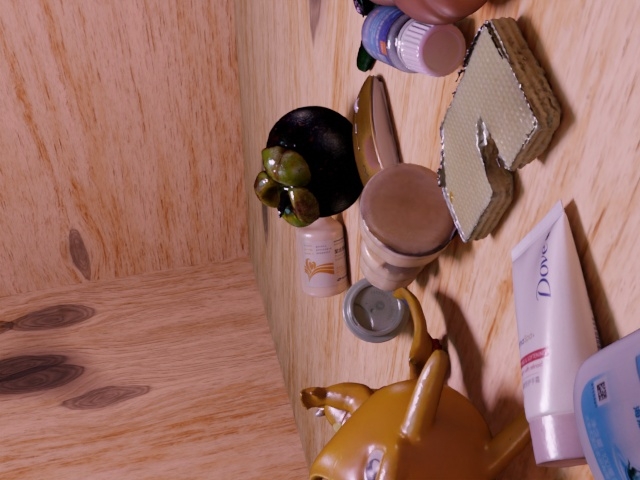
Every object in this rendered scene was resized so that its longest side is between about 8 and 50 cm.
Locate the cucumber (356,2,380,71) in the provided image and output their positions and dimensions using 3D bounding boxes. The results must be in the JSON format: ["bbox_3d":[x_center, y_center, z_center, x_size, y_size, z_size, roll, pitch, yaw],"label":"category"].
[{"bbox_3d":[0.085,-0.336,1.147,0.036,0.033,0.184,51,160,13],"label":"cucumber"}]

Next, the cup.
[{"bbox_3d":[0.098,0.134,1.263,0.141,0.120,0.120,91,167,-75],"label":"cup"}]

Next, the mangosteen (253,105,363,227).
[{"bbox_3d":[-0.020,-0.140,1.319,0.243,0.243,0.243,171,90,-78],"label":"mangosteen"}]

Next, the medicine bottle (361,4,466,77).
[{"bbox_3d":[0.121,-0.265,0.912,0.203,0.083,0.083,-126,29,-61],"label":"medicine bottle"}]

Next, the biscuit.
[{"bbox_3d":[0.190,-0.115,0.785,0.250,0.046,0.147,103,154,-59],"label":"biscuit"}]

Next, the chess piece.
[{"bbox_3d":[0.116,0.004,1.049,0.261,0.143,0.142,99,159,-67],"label":"chess piece"}]

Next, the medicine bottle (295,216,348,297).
[{"bbox_3d":[0.000,0.000,1.601,0.114,0.114,0.252,-134,37,-70],"label":"medicine bottle"}]

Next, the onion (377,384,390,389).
[{"bbox_3d":[0.143,0.306,1.234,0.107,0.097,0.107,50,177,4],"label":"onion"}]

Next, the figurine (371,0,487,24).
[{"bbox_3d":[0.069,-0.447,0.733,0.276,0.248,0.388,-116,30,-61],"label":"figurine"}]

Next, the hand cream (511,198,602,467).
[{"bbox_3d":[0.237,0.094,0.687,0.133,0.083,0.247,109,159,-63],"label":"hand cream"}]

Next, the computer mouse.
[{"bbox_3d":[0.093,-0.163,1.191,0.126,0.056,0.245,138,123,-75],"label":"computer mouse"}]

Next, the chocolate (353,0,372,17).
[{"bbox_3d":[0.060,-0.443,1.118,0.072,0.070,0.147,-65,-23,-58],"label":"chocolate"}]

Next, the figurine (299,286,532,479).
[{"bbox_3d":[0.110,0.266,0.941,0.387,0.268,0.401,148,117,-80],"label":"figurine"}]

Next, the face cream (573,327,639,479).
[{"bbox_3d":[0.281,0.113,0.449,0.336,0.080,0.163,107,152,-65],"label":"face cream"}]
